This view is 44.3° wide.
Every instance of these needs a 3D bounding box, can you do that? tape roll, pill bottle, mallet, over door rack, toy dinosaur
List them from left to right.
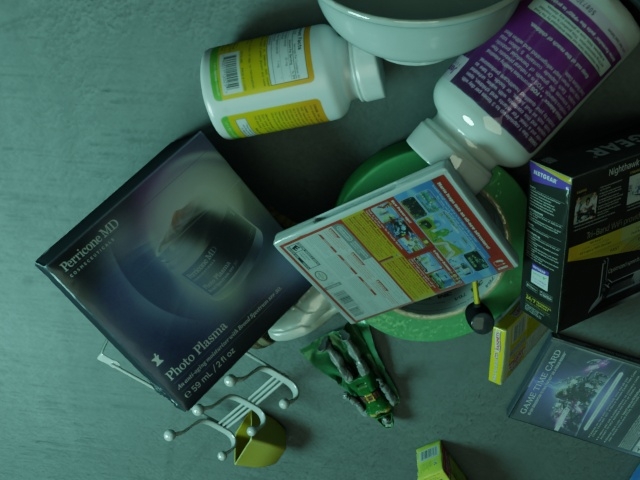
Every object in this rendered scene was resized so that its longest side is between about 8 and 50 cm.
[{"bbox_3d":[-0.233,0.244,1.398,0.324,0.108,0.239,41,126,-7],"label":"over door rack"},{"bbox_3d":[-0.035,-0.232,1.128,0.246,0.136,0.136,-9,118,12],"label":"pill bottle"},{"bbox_3d":[0.000,0.000,1.297,0.212,0.064,0.112,11,119,0],"label":"toy dinosaur"},{"bbox_3d":[0.172,0.001,1.236,0.321,0.077,0.321,0,111,0],"label":"tape roll"},{"bbox_3d":[0.232,0.051,1.181,0.039,0.062,0.189,-9,110,2],"label":"mallet"},{"bbox_3d":[0.260,-0.207,1.054,0.169,0.169,0.301,39,102,-14],"label":"pill bottle"}]

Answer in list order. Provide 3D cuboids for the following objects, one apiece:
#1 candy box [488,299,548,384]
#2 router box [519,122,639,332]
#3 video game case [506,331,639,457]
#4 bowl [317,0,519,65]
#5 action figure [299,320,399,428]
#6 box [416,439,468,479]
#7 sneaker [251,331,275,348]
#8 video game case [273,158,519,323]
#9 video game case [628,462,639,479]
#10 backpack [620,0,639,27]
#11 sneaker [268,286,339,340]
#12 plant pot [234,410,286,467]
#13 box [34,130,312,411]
[{"bbox_3d":[0.330,0.134,1.261,0.027,0.206,0.105,21,126,32],"label":"candy box"},{"bbox_3d":[0.432,-0.032,1.124,0.309,0.081,0.242,-18,122,-24],"label":"router box"},{"bbox_3d":[0.503,0.283,1.417,0.274,0.026,0.196,18,120,-2],"label":"video game case"},{"bbox_3d":[0.124,-0.320,1.004,0.298,0.297,0.134,2,143,6],"label":"bowl"},{"bbox_3d":[0.078,0.260,1.438,0.137,0.063,0.232,-25,117,16],"label":"action figure"},{"bbox_3d":[0.268,0.503,1.535,0.058,0.087,0.232,-29,111,18],"label":"box"},{"bbox_3d":[-0.160,0.123,1.385,0.071,0.066,0.188,-30,104,40],"label":"sneaker"},{"bbox_3d":[0.104,0.013,1.111,0.285,0.025,0.204,-23,126,30],"label":"video game case"},{"bbox_3d":[0.695,0.546,1.519,0.244,0.061,0.269,16,120,-1],"label":"video game case"},{"bbox_3d":[0.492,-0.416,0.918,0.290,0.273,0.355,38,104,-7],"label":"backpack"},{"bbox_3d":[-0.008,0.093,1.349,0.212,0.080,0.094,-28,109,9],"label":"sneaker"},{"bbox_3d":[-0.113,0.390,1.524,0.083,0.081,0.081,21,120,-19],"label":"plant pot"},{"bbox_3d":[-0.214,0.044,1.192,0.296,0.183,0.294,-45,106,-17],"label":"box"}]
